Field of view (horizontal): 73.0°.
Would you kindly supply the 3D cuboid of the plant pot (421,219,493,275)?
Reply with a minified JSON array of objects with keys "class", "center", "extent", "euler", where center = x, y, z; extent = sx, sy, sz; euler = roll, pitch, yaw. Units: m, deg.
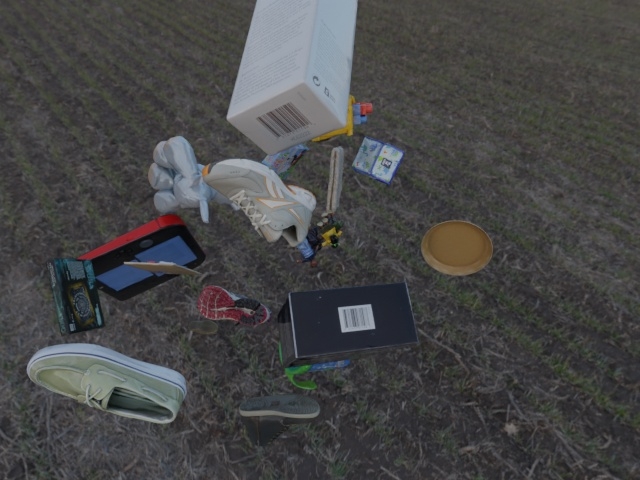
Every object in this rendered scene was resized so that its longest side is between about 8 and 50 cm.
[{"class":"plant pot","center":[0.471,0.022,1.500],"extent":[0.237,0.236,0.032],"euler":[14,39,11]}]

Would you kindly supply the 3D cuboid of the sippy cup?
[{"class":"sippy cup","center":[-0.004,0.391,1.629],"extent":[0.224,0.305,0.239],"euler":[16,38,-31]}]

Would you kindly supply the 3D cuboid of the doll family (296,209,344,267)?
[{"class":"doll family","center":[0.000,0.000,1.316],"extent":[0.193,0.111,0.076],"euler":[-32,31,-6]}]

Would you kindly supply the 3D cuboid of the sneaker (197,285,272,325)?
[{"class":"sneaker","center":[-0.318,0.252,1.581],"extent":[0.300,0.112,0.120],"euler":[15,80,22]}]

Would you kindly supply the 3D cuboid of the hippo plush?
[{"class":"hippo plush","center":[-0.349,-0.197,1.310],"extent":[0.295,0.234,0.237],"euler":[9,16,39]}]

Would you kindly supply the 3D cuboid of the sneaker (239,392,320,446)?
[{"class":"sneaker","center":[-0.099,0.478,1.144],"extent":[0.222,0.117,0.083],"euler":[-6,17,19]}]

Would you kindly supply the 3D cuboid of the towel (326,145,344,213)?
[{"class":"towel","center":[0.067,-0.263,1.875],"extent":[0.049,0.281,0.187],"euler":[6,14,6]}]

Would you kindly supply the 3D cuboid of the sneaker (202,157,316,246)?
[{"class":"sneaker","center":[-0.109,-0.065,0.829],"extent":[0.263,0.099,0.120],"euler":[22,65,-41]}]

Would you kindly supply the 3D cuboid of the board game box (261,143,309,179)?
[{"class":"board game box","center":[-0.141,-0.294,1.596],"extent":[0.039,0.160,0.211],"euler":[48,21,10]}]

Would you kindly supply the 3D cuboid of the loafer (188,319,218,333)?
[{"class":"loafer","center":[-0.483,0.364,1.810],"extent":[0.148,0.050,0.056],"euler":[3,65,26]}]

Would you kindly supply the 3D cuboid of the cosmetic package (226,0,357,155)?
[{"class":"cosmetic package","center":[-0.055,-0.455,1.047],"extent":[0.230,0.162,0.452],"euler":[-12,59,34]}]

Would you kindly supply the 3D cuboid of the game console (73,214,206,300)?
[{"class":"game console","center":[-0.562,0.071,1.394],"extent":[0.342,0.386,0.060],"euler":[-30,73,-12]}]

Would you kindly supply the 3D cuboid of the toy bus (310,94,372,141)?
[{"class":"toy bus","center":[0.059,-0.412,1.389],"extent":[0.212,0.149,0.220],"euler":[-4,26,4]}]

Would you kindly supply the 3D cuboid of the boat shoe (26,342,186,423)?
[{"class":"boat shoe","center":[-0.417,0.283,0.853],"extent":[0.303,0.109,0.094],"euler":[16,18,-15]}]

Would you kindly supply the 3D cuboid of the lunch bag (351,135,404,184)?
[{"class":"lunch bag","center":[0.204,-0.280,1.528],"extent":[0.151,0.128,0.096],"euler":[27,6,19]}]

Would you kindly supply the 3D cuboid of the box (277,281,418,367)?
[{"class":"box","center":[0.060,0.259,1.290],"extent":[0.344,0.312,0.178],"euler":[-3,69,-13]}]

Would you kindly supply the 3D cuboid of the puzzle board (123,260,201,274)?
[{"class":"puzzle board","center":[-0.335,0.058,0.922],"extent":[0.128,0.096,0.011],"euler":[1,75,21]}]

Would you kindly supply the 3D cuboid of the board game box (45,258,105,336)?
[{"class":"board game box","center":[-0.606,0.137,1.076],"extent":[0.026,0.126,0.186],"euler":[-17,83,10]}]
